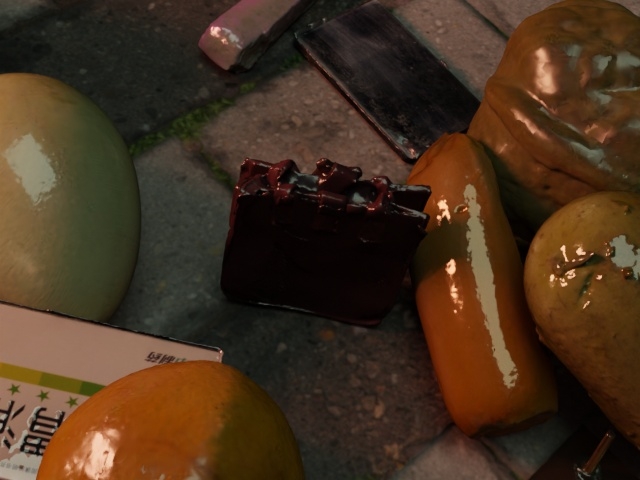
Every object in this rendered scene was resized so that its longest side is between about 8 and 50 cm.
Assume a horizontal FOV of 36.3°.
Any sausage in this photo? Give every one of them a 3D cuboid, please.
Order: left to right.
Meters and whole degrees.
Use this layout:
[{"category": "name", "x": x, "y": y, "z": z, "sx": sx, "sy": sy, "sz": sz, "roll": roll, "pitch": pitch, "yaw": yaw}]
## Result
[{"category": "sausage", "x": 0.162, "y": 0.038, "z": 1.090, "sx": 0.116, "sy": 0.134, "sz": 0.354, "roll": 0, "pitch": 67, "yaw": -34}]

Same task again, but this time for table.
[{"category": "table", "x": 0.243, "y": 0.294, "z": 0.980, "sx": 0.240, "sy": 0.111, "sz": 0.121, "roll": -36, "pitch": 71, "yaw": -28}]

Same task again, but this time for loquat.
[{"category": "loquat", "x": -0.101, "y": 0.182, "z": 0.641, "sx": 0.176, "sy": 0.187, "sz": 0.234, "roll": 16, "pitch": 46, "yaw": -11}]

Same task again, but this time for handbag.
[{"category": "handbag", "x": 0.000, "y": -0.002, "z": 1.062, "sx": 0.203, "sy": 0.216, "sz": 0.074, "roll": 8, "pitch": 52, "yaw": -5}]

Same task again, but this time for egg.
[{"category": "egg", "x": -0.296, "y": -0.036, "z": 1.022, "sx": 0.218, "sy": 0.218, "sz": 0.295, "roll": -17, "pitch": 70, "yaw": -21}]

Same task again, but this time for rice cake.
[{"category": "rice cake", "x": -0.038, "y": -0.357, "z": 1.378, "sx": 0.072, "sy": 0.056, "sz": 0.365, "roll": 35, "pitch": 58, "yaw": 9}]

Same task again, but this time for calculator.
[{"category": "calculator", "x": 0.098, "y": -0.224, "z": 1.340, "sx": 0.161, "sy": 0.021, "sz": 0.262, "roll": -29, "pitch": 68, "yaw": -27}]

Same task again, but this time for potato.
[{"category": "potato", "x": 0.360, "y": 0.083, "z": 1.022, "sx": 0.359, "sy": 0.219, "sz": 0.270, "roll": 44, "pitch": 33, "yaw": -19}]

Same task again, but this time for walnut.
[{"category": "walnut", "x": 0.321, "y": -0.128, "z": 1.166, "sx": 0.277, "sy": 0.282, "sz": 0.253, "roll": 32, "pitch": 51, "yaw": 12}]

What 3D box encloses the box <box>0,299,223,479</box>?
[{"category": "box", "x": -0.271, "y": 0.173, "z": 0.935, "sx": 0.332, "sy": 0.145, "sz": 0.173, "roll": 13, "pitch": 54, "yaw": -4}]
